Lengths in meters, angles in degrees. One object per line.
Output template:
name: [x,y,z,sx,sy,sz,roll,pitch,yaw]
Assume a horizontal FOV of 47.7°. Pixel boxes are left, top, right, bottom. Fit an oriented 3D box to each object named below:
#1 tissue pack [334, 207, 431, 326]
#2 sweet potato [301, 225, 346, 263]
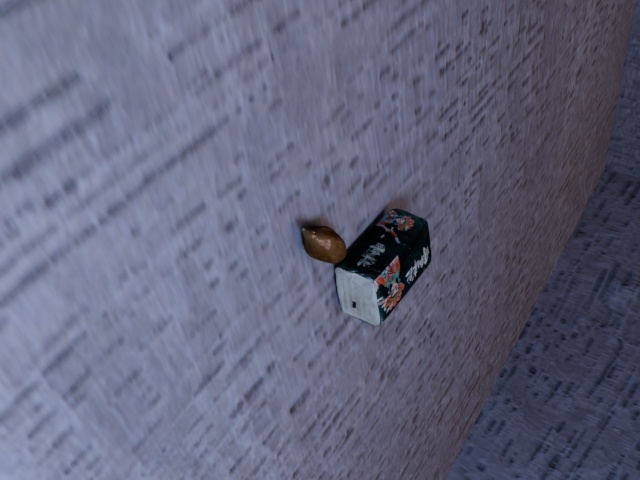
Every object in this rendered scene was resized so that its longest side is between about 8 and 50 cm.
tissue pack: [0.102,0.039,1.135,0.170,0.090,0.103,-48,143,-38]
sweet potato: [0.000,0.000,0.969,0.117,0.049,0.049,33,79,-63]
